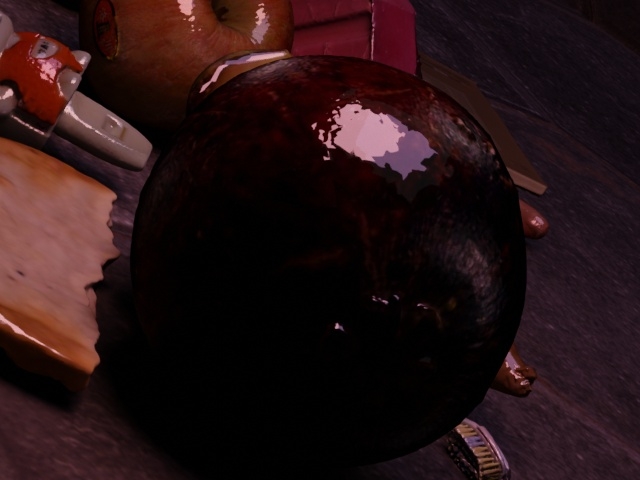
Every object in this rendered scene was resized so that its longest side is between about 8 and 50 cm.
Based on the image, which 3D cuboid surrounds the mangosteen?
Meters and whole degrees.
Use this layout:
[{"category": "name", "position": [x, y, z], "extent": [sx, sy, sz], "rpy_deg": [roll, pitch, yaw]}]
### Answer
[{"category": "mangosteen", "position": [0.004, 0.007, 1.319], "extent": [0.330, 0.330, 0.330], "rpy_deg": [31, 21, -13]}]

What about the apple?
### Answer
[{"category": "apple", "position": [-0.133, -0.204, 1.717], "extent": [0.211, 0.188, 0.211], "rpy_deg": [15, 67, -40]}]

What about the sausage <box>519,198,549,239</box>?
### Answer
[{"category": "sausage", "position": [0.203, -0.062, 2.165], "extent": [0.186, 0.043, 0.043], "rpy_deg": [40, 21, 12]}]

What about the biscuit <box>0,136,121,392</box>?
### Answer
[{"category": "biscuit", "position": [-0.247, -0.004, 1.328], "extent": [0.204, 0.040, 0.309], "rpy_deg": [30, 20, -16]}]

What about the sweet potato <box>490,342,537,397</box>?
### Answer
[{"category": "sweet potato", "position": [0.099, 0.039, 1.669], "extent": [0.131, 0.131, 0.337], "rpy_deg": [9, 33, -50]}]

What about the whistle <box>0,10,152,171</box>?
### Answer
[{"category": "whistle", "position": [-0.258, -0.133, 1.519], "extent": [0.253, 0.106, 0.102], "rpy_deg": [32, 61, -12]}]

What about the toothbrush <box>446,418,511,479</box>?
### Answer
[{"category": "toothbrush", "position": [0.042, 0.076, 1.615], "extent": [0.042, 0.035, 0.413], "rpy_deg": [4, 37, -47]}]

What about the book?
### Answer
[{"category": "book", "position": [0.178, -0.185, 2.434], "extent": [0.217, 0.021, 0.310], "rpy_deg": [25, 23, -28]}]

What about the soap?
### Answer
[{"category": "soap", "position": [-0.025, -0.174, 1.826], "extent": [0.250, 0.162, 0.099], "rpy_deg": [-4, -5, 34]}]

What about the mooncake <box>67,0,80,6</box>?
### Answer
[{"category": "mooncake", "position": [-0.209, -0.357, 1.905], "extent": [0.245, 0.245, 0.133], "rpy_deg": [6, 42, -53]}]
